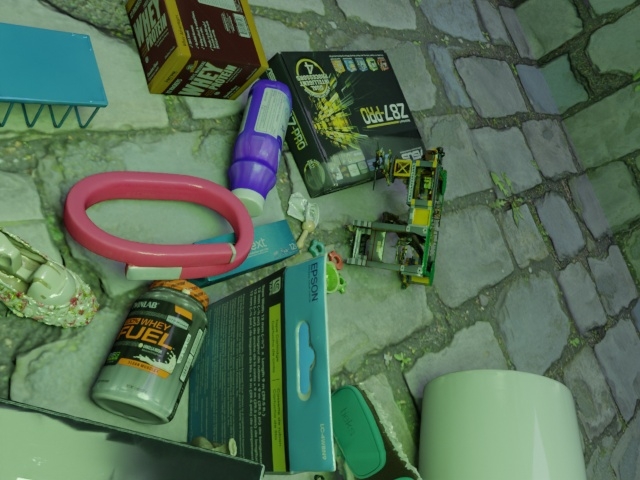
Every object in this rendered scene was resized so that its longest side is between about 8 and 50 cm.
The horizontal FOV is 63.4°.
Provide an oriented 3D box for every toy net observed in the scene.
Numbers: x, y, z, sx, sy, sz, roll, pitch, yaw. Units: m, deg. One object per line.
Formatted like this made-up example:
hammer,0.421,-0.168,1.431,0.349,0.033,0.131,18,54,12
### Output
toy net,0.000,0.000,1.085,0.122,0.045,0.232,-4,74,-43

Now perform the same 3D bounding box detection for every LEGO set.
LEGO set,0.165,-0.049,1.176,0.255,0.192,0.332,-5,101,-70

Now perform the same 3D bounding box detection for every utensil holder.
utensil holder,0.343,0.484,0.990,0.327,0.327,0.386,30,50,-29

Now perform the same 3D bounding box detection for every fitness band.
fitness band,-0.240,-0.031,0.807,0.290,0.054,0.209,0,43,-36

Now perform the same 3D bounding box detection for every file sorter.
file sorter,-0.427,-0.232,0.760,0.170,0.104,0.118,-10,78,-45

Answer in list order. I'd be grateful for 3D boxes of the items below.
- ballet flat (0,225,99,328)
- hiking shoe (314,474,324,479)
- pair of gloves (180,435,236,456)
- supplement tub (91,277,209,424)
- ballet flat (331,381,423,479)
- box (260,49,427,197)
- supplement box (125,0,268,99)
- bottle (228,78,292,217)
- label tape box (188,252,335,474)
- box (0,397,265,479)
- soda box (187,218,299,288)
ballet flat,-0.399,0.039,0.683,0.241,0.077,0.091,37,49,-25
hiking shoe,-0.001,0.545,0.808,0.132,0.113,0.304,34,41,-17
pair of gloves,-0.161,0.377,0.656,0.042,0.204,0.240,15,61,-23
supplement tub,-0.236,0.155,0.750,0.117,0.117,0.191,34,51,-26
ballet flat,0.113,0.411,0.846,0.147,0.147,0.409,31,22,-29
box,0.072,-0.294,1.249,0.394,0.097,0.319,-20,89,-44
supplement box,-0.235,-0.389,0.988,0.194,0.129,0.192,-10,78,-44
bottle,-0.119,-0.179,1.006,0.092,0.118,0.283,10,59,-2
label tape box,-0.063,0.189,0.727,0.115,0.347,0.249,14,62,-38
box,-0.290,0.279,0.506,0.343,0.312,0.179,28,55,-29
soda box,-0.142,0.023,0.930,0.210,0.067,0.071,-17,83,-45
